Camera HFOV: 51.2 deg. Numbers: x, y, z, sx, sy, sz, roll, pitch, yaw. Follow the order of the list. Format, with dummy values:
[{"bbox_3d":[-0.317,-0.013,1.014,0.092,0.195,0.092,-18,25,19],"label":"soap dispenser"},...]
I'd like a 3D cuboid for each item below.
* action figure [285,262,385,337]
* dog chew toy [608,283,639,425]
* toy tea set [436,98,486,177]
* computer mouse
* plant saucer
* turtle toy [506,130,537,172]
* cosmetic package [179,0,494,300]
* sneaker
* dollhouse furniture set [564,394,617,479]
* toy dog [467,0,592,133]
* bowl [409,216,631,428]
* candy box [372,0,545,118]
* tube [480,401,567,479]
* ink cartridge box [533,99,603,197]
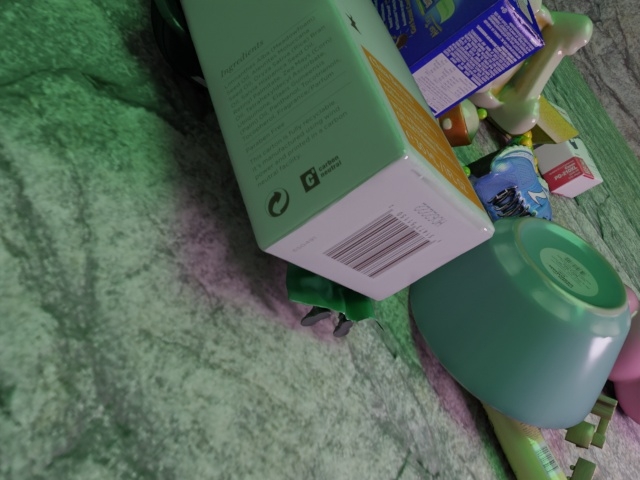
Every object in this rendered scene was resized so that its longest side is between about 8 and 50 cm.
[{"bbox_3d":[0.000,0.000,0.797,0.137,0.063,0.232,27,40,-35],"label":"action figure"},{"bbox_3d":[0.627,0.214,1.309,0.332,0.206,0.206,50,33,3],"label":"dog chew toy"},{"bbox_3d":[0.216,-0.179,1.125,0.200,0.124,0.336,58,26,-42],"label":"toy tea set"},{"bbox_3d":[-0.113,-0.180,0.813,0.262,0.060,0.184,26,38,-55],"label":"computer mouse"},{"bbox_3d":[0.486,-0.282,1.600,0.188,0.188,0.045,30,80,-34],"label":"plant saucer"},{"bbox_3d":[0.472,-0.211,1.581,0.130,0.066,0.095,-64,138,-56],"label":"turtle toy"},{"bbox_3d":[-0.002,-0.181,0.747,0.230,0.161,0.453,27,36,-53],"label":"cosmetic package"},{"bbox_3d":[0.376,-0.072,1.270,0.330,0.130,0.147,24,48,-51],"label":"sneaker"},{"bbox_3d":[0.353,0.289,0.997,0.151,0.123,0.144,-64,154,-14],"label":"dollhouse furniture set"},{"bbox_3d":[0.306,-0.473,1.401,0.408,0.284,0.395,19,26,-41],"label":"toy dog"},{"bbox_3d":[0.298,0.083,0.930,0.312,0.163,0.311,20,35,-15],"label":"bowl"},{"bbox_3d":[0.149,-0.313,1.023,0.122,0.317,0.268,32,41,-35],"label":"candy box"},{"bbox_3d":[0.258,0.236,0.940,0.062,0.070,0.240,-20,71,-16],"label":"tube"},{"bbox_3d":[0.635,-0.245,1.789,0.172,0.100,0.237,3,60,-52],"label":"ink cartridge box"}]
